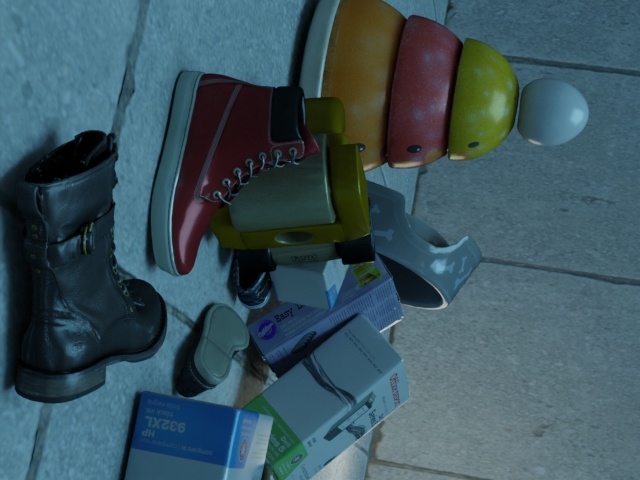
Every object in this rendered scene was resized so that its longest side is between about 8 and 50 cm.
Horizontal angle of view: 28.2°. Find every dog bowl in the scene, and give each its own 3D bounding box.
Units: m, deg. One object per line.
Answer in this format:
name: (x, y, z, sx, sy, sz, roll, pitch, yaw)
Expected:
dog bowl: (0.099, 0.008, 2.192, 0.349, 0.349, 0.102, 67, 46, -70)

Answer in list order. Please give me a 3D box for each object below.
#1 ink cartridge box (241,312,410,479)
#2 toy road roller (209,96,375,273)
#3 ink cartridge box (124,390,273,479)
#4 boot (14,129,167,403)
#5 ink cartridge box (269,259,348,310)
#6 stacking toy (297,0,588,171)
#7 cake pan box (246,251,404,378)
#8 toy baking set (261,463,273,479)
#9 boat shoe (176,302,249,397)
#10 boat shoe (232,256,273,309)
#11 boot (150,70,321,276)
ink cartridge box: (0.008, 0.271, 2.088, 0.273, 0.115, 0.198, -38, 157, -10)
toy road roller: (-0.040, -0.102, 1.737, 0.329, 0.203, 0.240, 67, 18, -72)
ink cartridge box: (-0.164, 0.353, 1.571, 0.223, 0.129, 0.307, 54, 46, -77)
boot: (-0.206, 0.009, 1.185, 0.263, 0.091, 0.229, -48, 146, -68)
ink cartridge box: (-0.008, 0.015, 1.904, 0.092, 0.090, 0.143, 78, 27, -49)
stacking toy: (0.215, -0.245, 2.170, 0.350, 0.480, 0.350, 8, 90, -79)
cake pan box: (0.015, 0.138, 2.123, 0.070, 0.246, 0.267, 59, -2, 20)
toy baking set: (-0.109, 0.397, 1.732, 0.256, 0.030, 0.196, -43, -139, 48)
boat shoe: (-0.152, 0.149, 1.734, 0.065, 0.075, 0.206, -40, -169, 19)
boat shoe: (-0.084, 0.008, 1.905, 0.083, 0.065, 0.183, 75, 26, -68)
boot: (-0.096, -0.069, 1.483, 0.088, 0.176, 0.244, 33, 67, -80)
